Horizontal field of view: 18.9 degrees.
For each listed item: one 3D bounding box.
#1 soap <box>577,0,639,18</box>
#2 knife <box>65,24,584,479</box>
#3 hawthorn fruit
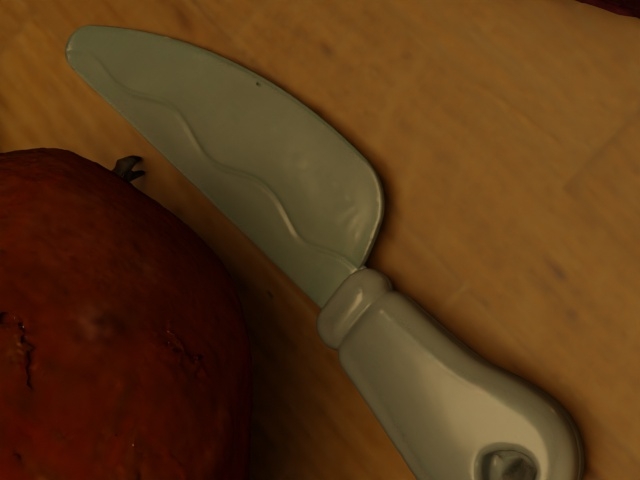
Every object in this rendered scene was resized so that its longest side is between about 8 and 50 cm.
[{"bbox_3d":[0.179,-0.199,0.772,0.325,0.127,0.220,-11,88,18],"label":"soap"},{"bbox_3d":[0.002,-0.001,0.888,0.080,0.044,0.331,-46,74,16],"label":"knife"},{"bbox_3d":[-0.122,0.052,0.820,0.211,0.299,0.211,9,136,9],"label":"hawthorn fruit"}]
